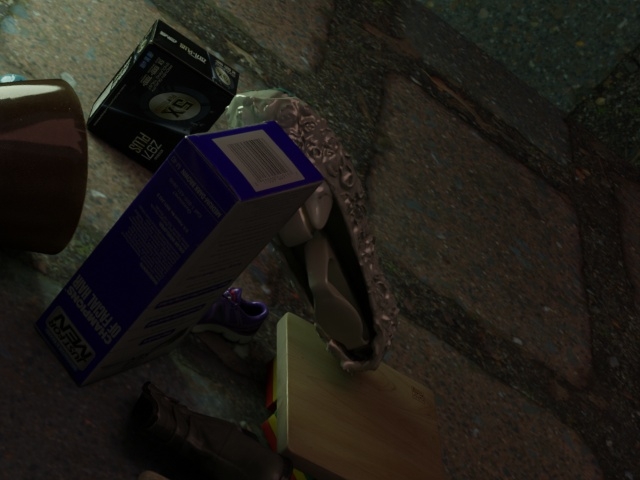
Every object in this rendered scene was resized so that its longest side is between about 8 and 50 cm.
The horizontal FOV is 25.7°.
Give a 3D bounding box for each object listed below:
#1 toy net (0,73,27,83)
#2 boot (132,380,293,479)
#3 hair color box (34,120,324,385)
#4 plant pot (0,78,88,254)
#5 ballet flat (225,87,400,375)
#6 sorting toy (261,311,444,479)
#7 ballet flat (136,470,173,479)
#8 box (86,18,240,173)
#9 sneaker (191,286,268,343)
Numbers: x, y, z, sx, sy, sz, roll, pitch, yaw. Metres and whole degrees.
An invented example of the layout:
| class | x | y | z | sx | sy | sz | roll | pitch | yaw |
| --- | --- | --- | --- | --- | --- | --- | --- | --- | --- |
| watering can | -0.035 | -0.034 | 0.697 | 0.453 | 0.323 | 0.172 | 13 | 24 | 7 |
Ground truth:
| class | x | y | z | sx | sy | sz | roll | pitch | yaw |
| --- | --- | --- | --- | --- | --- | --- | --- | --- | --- |
| toy net | -0.426 | -0.152 | 1.870 | 0.122 | 0.045 | 0.232 | 42 | 30 | -5 |
| boot | -0.136 | 0.238 | 1.603 | 0.161 | 0.083 | 0.246 | 31 | -4 | -20 |
| hair color box | -0.169 | 0.014 | 1.657 | 0.110 | 0.339 | 0.185 | 49 | 29 | 14 |
| plant pot | -0.422 | -0.093 | 1.656 | 0.230 | 0.215 | 0.215 | 2 | 47 | -32 |
| ballet flat | 0.000 | 0.000 | 1.759 | 0.147 | 0.147 | 0.409 | -79 | 147 | -57 |
| sorting toy | 0.034 | 0.258 | 1.845 | 0.257 | 0.089 | 0.255 | 31 | 31 | -23 |
| ballet flat | -0.137 | 0.308 | 1.604 | 0.168 | 0.057 | 0.052 | 32 | 21 | -20 |
| box | -0.229 | -0.202 | 2.037 | 0.147 | 0.180 | 0.077 | 33 | 29 | -19 |
| sneaker | -0.143 | 0.082 | 1.878 | 0.170 | 0.071 | 0.068 | 16 | 39 | -39 |
